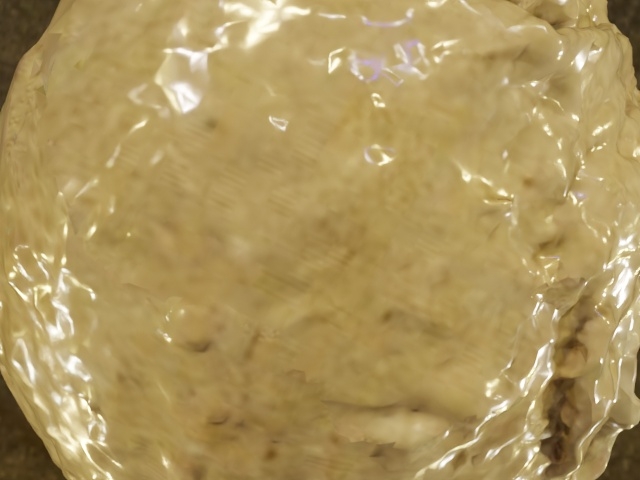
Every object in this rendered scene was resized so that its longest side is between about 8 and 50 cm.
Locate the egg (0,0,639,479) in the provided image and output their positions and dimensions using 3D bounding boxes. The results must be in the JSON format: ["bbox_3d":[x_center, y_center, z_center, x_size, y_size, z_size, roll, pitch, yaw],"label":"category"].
[{"bbox_3d":[0.000,0.000,0.582,0.279,0.279,0.310,6,138,-4],"label":"egg"}]
